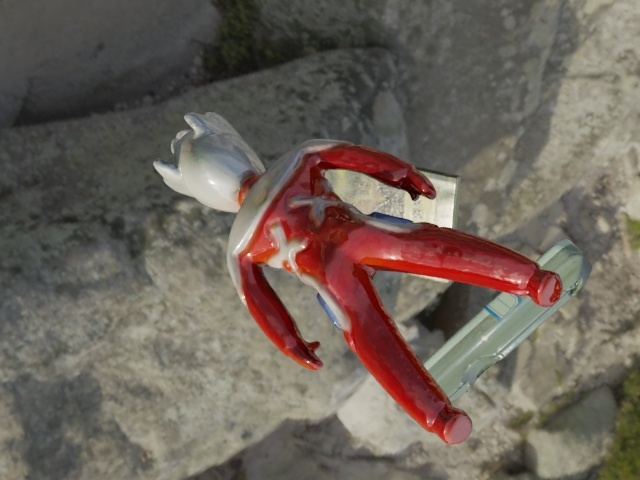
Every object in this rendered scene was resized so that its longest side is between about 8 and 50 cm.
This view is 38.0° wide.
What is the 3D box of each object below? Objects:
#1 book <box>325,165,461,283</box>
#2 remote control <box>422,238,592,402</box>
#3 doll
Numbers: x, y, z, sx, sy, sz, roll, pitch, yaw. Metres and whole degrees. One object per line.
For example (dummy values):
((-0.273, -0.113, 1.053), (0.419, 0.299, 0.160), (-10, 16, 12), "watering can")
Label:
((0.075, -0.038, 1.246), (0.024, 0.228, 0.160), (-41, 139, -49), "book")
((0.279, 0.137, 1.431), (0.335, 0.065, 0.128), (-44, 154, 9), "remote control")
((0.000, 0.000, 0.776), (0.188, 0.384, 0.099), (-54, 153, 0), "doll")
